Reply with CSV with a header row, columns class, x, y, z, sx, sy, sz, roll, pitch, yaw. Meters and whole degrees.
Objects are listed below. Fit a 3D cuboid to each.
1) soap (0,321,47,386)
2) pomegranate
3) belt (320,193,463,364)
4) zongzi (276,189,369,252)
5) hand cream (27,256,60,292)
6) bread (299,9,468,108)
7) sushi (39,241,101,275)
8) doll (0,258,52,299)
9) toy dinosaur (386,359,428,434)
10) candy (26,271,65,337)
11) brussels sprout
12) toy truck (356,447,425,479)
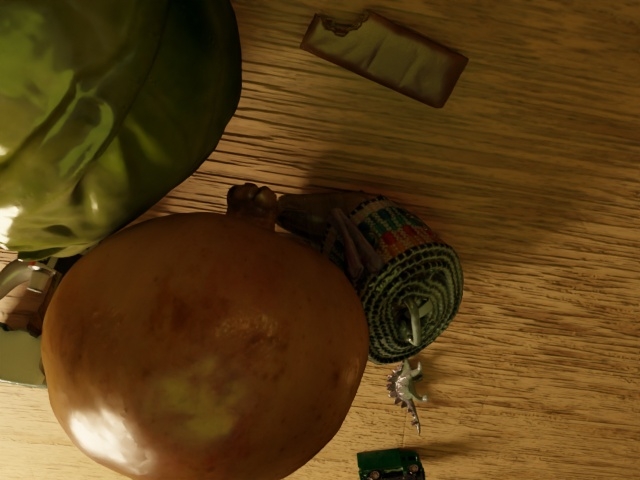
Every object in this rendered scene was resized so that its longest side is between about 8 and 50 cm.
class,x,y,z,sx,sy,sz,roll,pitch,yaw
soap,-0.529,0.206,0.996,0.150,0.094,0.261,19,159,-12
pomegranate,-0.129,0.121,0.753,0.412,0.411,0.411,-1,122,-1
belt,0.120,0.073,0.920,0.207,0.160,0.295,-25,138,-13
zongzi,0.000,0.000,0.968,0.160,0.078,0.176,1,125,-5
hand cream,-0.404,-0.025,0.881,0.038,0.216,0.052,-12,150,41
bread,0.090,-0.268,0.819,0.226,0.049,0.088,21,119,-14
sushi,-0.404,-0.075,0.843,0.215,0.192,0.050,30,152,-18
doll,-0.607,0.039,0.875,0.311,0.160,0.242,-39,106,-20
toy dinosaur,0.180,0.313,1.192,0.082,0.039,0.208,-11,111,9
candy,-0.425,0.108,1.012,0.143,0.101,0.271,28,124,-9
brussels sprout,-0.281,-0.215,0.662,0.361,0.342,0.425,-21,124,18
toy truck,0.159,0.521,1.301,0.147,0.079,0.065,-8,121,4
